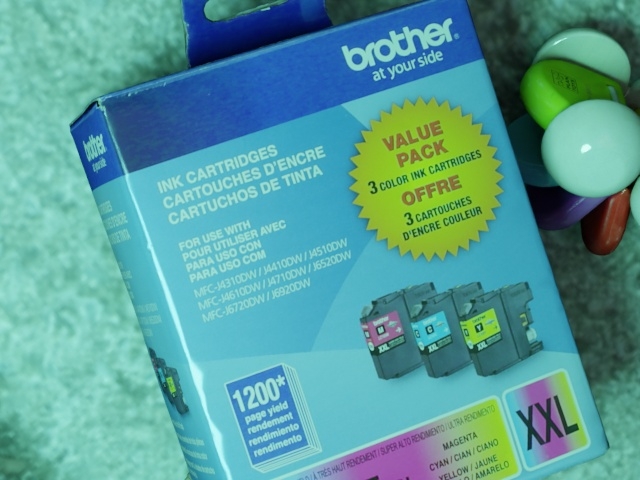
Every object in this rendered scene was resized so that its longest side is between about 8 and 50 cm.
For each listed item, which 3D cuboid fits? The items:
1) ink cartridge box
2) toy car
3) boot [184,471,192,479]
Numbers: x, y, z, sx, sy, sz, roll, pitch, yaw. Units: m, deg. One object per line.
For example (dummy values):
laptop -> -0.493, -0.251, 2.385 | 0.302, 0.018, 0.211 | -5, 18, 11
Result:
ink cartridge box -> 0.000, 0.000, 1.202 | 0.270, 0.151, 0.395 | -19, 91, -16
toy car -> 0.209, -0.057, 1.301 | 0.182, 0.159, 0.136 | 27, 122, -19
boot -> -0.042, 0.191, 1.281 | 0.087, 0.042, 0.118 | -33, 103, -7
